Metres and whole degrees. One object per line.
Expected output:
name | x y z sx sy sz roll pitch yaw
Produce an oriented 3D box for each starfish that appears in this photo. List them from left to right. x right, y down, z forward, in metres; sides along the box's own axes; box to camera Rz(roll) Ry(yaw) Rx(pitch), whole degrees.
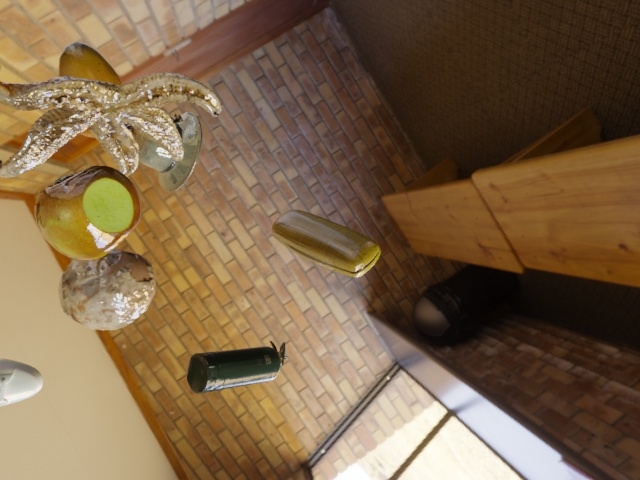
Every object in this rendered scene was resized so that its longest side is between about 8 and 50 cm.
starfish | -0.295 -0.172 0.652 0.375 0.327 0.094 -1 -104 -64

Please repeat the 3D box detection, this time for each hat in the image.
hat | -0.480 -0.285 1.363 0.130 0.257 0.257 15 -152 -46

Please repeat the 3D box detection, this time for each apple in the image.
apple | -0.273 -0.032 0.542 0.099 0.114 0.102 -6 118 35

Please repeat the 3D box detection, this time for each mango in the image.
mango | -0.555 -0.358 1.103 0.120 0.152 0.221 -88 12 -58

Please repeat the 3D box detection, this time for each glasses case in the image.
glasses case | 0.000 0.000 0.800 0.234 0.079 0.064 23 146 43

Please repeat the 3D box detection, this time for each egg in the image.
egg | -0.486 0.109 1.032 0.195 0.233 0.195 22 -117 -52

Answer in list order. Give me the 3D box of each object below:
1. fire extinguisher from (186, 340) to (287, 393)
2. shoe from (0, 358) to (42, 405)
fire extinguisher | -0.197 0.324 1.190 0.311 0.095 0.114 12 -123 -50
shoe | -0.941 0.405 1.207 0.363 0.131 0.160 9 -177 -39
